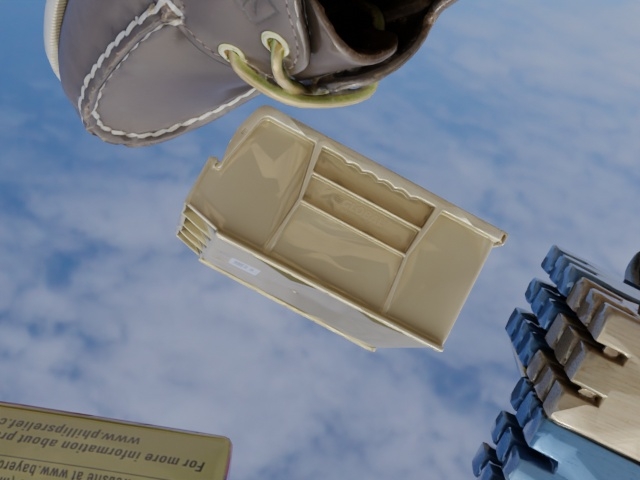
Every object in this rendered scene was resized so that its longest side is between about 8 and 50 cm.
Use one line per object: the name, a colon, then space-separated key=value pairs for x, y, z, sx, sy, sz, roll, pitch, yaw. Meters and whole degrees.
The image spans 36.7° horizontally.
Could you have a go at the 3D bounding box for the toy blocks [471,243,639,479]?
toy blocks: x=0.183 y=0.102 z=0.416 sx=0.261 sy=0.381 sz=0.190 roll=26 pitch=-166 yaw=-5

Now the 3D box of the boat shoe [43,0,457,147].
boat shoe: x=0.005 y=-0.110 z=0.362 sx=0.117 sy=0.324 sz=0.096 roll=5 pitch=-117 yaw=-50

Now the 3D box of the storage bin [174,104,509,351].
storage bin: x=0.000 y=0.000 z=0.940 sx=0.260 sy=0.123 sz=0.262 roll=28 pitch=170 yaw=-6

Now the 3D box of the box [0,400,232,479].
box: x=-0.109 y=0.212 z=0.301 sx=0.117 sy=0.213 sz=0.243 roll=9 pitch=-142 yaw=-1

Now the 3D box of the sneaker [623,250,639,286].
sneaker: x=0.232 y=0.069 z=0.622 sx=0.121 sy=0.300 sz=0.111 roll=31 pitch=-153 yaw=-3
